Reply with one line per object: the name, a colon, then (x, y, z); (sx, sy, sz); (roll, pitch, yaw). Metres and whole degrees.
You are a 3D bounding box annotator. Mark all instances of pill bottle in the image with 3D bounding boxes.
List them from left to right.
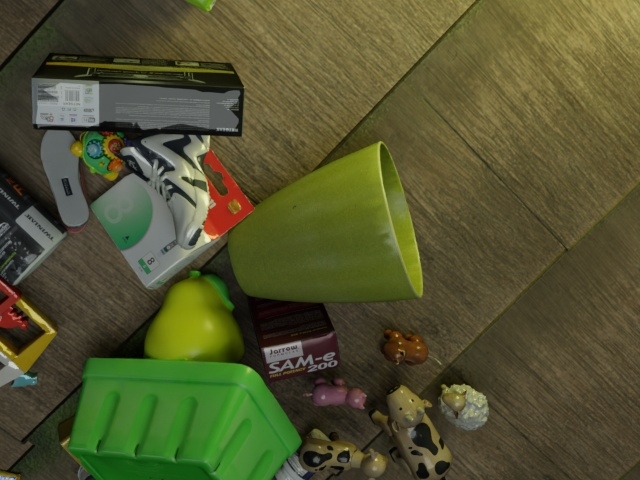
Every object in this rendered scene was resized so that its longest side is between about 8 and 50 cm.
pill bottle: (-0.547, -0.053, 1.519); (0.130, 0.130, 0.246); (-44, 99, 7)
pill bottle: (-0.032, 0.436, 1.832); (0.120, 0.067, 0.067); (-44, 111, 7)

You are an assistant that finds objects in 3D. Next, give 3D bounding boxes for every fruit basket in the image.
fruit basket: (-0.227, 0.259, 1.639); (0.392, 0.392, 0.283); (-26, 129, 0)

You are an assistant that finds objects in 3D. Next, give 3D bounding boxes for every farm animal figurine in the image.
farm animal figurine: (0.138, 0.352, 1.739); (0.327, 0.172, 0.330); (44, 83, -23)

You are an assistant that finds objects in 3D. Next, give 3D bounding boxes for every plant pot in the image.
plant pot: (-0.431, 0.364, 1.730); (0.083, 0.081, 0.081); (-38, 112, -7)
plant pot: (0.000, 0.000, 1.598); (0.294, 0.275, 0.274); (-14, 112, 12)

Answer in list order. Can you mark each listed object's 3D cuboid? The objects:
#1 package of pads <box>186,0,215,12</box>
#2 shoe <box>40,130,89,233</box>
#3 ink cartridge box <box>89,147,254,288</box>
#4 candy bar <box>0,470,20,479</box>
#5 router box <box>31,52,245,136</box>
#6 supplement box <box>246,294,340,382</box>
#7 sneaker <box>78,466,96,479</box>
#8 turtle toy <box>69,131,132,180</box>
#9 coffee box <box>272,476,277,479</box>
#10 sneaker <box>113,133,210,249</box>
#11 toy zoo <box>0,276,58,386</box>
package of pads: (-0.252, -0.527, 1.430); (0.297, 0.101, 0.229); (26, 104, -18)
shoe: (-0.434, -0.100, 1.572); (0.064, 0.081, 0.178); (-13, 82, -18)
ink cartridge box: (-0.254, -0.054, 1.579); (0.225, 0.056, 0.181); (-38, 78, 7)
candy bar: (-0.648, 0.444, 1.751); (0.162, 0.018, 0.040); (15, 106, -14)
router box: (-0.282, -0.232, 1.454); (0.309, 0.243, 0.081); (1, 109, -10)
supplement box: (-0.052, 0.151, 1.633); (0.130, 0.239, 0.073); (-12, 112, -5)
sneaker: (-0.351, 0.504, 1.786); (0.258, 0.091, 0.094); (27, 103, -20)
turtle toy: (-0.350, -0.167, 1.548); (0.095, 0.066, 0.130); (38, 65, -34)
coffee box: (-0.169, 0.606, 1.824); (0.168, 0.119, 0.297); (30, 102, -34)
sneaker: (-0.263, -0.100, 1.509); (0.153, 0.094, 0.234); (7, 71, -18)
toy zoo: (-0.593, 0.146, 1.592); (0.192, 0.030, 0.293); (-40, 112, 5)
